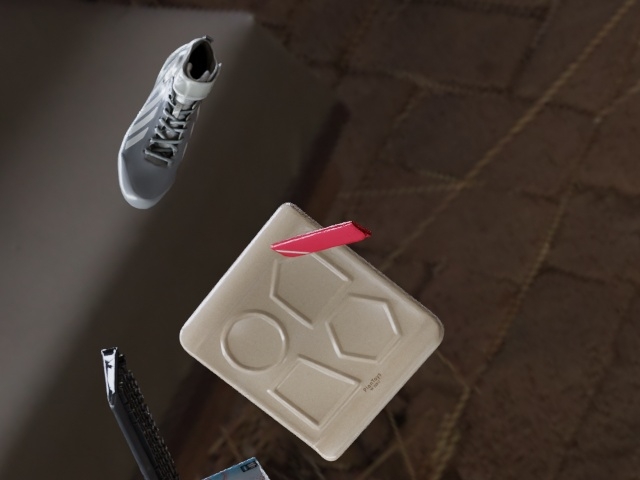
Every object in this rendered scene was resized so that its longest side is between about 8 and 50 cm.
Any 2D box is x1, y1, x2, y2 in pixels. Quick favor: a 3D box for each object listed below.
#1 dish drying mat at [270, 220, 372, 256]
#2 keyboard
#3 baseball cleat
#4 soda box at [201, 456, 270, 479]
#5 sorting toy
[{"bbox_3d":[0.000,0.000,1.208,0.083,0.032,0.008,-14,63,32],"label":"dish drying mat"},{"bbox_3d":[-0.163,0.180,1.349,0.023,0.180,0.108,-19,33,-2],"label":"keyboard"},{"bbox_3d":[-0.170,-0.138,1.619,0.109,0.072,0.205,152,136,-66],"label":"baseball cleat"},{"bbox_3d":[-0.142,0.324,1.690,0.183,0.058,0.063,-20,54,-26],"label":"soda box"},{"bbox_3d":[-0.009,0.092,1.458,0.193,0.208,0.038,-50,1,17],"label":"sorting toy"}]
